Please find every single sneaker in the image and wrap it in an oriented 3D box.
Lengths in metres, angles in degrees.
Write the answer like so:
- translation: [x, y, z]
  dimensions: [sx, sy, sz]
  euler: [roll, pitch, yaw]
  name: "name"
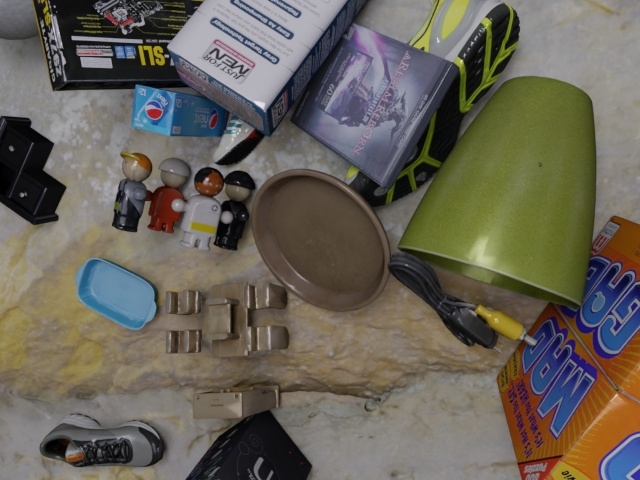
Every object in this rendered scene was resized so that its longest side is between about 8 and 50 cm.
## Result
- translation: [0.155, -0.221, 0.862]
  dimensions: [0.385, 0.145, 0.147]
  euler: [-53, 54, 19]
  name: "sneaker"
- translation: [-0.463, 0.444, 1.110]
  dimensions: [0.271, 0.108, 0.100]
  euler: [2, 98, 11]
  name: "sneaker"
- translation: [-0.147, -0.210, 0.958]
  dimensions: [0.161, 0.057, 0.075]
  euler: [-42, 72, 17]
  name: "sneaker"

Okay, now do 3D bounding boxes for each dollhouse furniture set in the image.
- translation: [-0.162, 0.206, 1.005]
  dimensions: [0.212, 0.161, 0.242]
  euler: [-7, 77, 17]
  name: "dollhouse furniture set"

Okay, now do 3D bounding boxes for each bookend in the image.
- translation: [-0.584, -0.140, 1.050]
  dimensions: [0.157, 0.072, 0.156]
  euler: [34, 105, 4]
  name: "bookend"

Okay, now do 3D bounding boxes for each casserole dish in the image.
- translation: [-0.415, 0.106, 1.075]
  dimensions: [0.188, 0.037, 0.114]
  euler: [25, 104, 8]
  name: "casserole dish"

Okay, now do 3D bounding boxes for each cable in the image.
- translation: [0.220, 0.099, 0.876]
  dimensions: [0.287, 0.139, 0.072]
  euler: [39, 72, -13]
  name: "cable"

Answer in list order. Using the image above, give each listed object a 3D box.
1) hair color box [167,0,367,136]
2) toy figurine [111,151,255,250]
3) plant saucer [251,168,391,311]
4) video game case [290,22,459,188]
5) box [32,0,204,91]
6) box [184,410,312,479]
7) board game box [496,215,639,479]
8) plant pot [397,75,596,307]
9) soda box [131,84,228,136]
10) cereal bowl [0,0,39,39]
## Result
- translation: [-0.056, -0.355, 0.807]
  dimensions: [0.174, 0.105, 0.347]
  euler: [33, 78, 4]
  name: "hair color box"
- translation: [-0.236, -0.074, 0.916]
  dimensions: [0.213, 0.209, 0.148]
  euler: [14, 92, 12]
  name: "toy figurine"
- translation: [0.000, 0.000, 0.911]
  dimensions: [0.277, 0.041, 0.278]
  euler: [17, 126, 25]
  name: "plant saucer"
- translation: [0.069, -0.227, 0.831]
  dimensions: [0.274, 0.026, 0.196]
  euler: [44, 111, 43]
  name: "video game case"
- translation: [-0.275, -0.375, 0.824]
  dimensions: [0.079, 0.322, 0.257]
  euler: [3, 105, 50]
  name: "box"
- translation: [-0.144, 0.458, 0.956]
  dimensions: [0.143, 0.270, 0.165]
  euler: [-38, 91, 16]
  name: "box"
- translation: [0.515, 0.224, 0.725]
  dimensions: [0.356, 0.356, 0.356]
  euler: [31, 105, 6]
  name: "board game box"
- translation: [0.293, -0.083, 0.791]
  dimensions: [0.274, 0.275, 0.294]
  euler: [18, 88, 9]
  name: "plant pot"
- translation: [-0.230, -0.216, 0.887]
  dimensions: [0.071, 0.210, 0.067]
  euler: [14, 103, 10]
  name: "soda box"
- translation: [-0.499, -0.512, 0.897]
  dimensions: [0.339, 0.141, 0.339]
  euler: [0, 90, 46]
  name: "cereal bowl"
